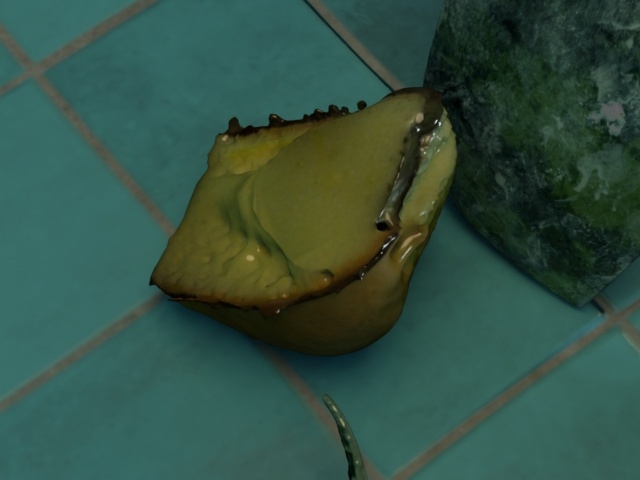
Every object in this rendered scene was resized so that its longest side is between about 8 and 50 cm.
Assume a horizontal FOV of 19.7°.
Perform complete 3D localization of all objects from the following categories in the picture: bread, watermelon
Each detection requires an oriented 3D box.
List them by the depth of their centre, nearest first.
[{"bbox_3d":[0.000,0.000,1.469,0.262,0.162,0.204,-3,51,48],"label":"bread"},{"bbox_3d":[0.240,-0.145,1.533,0.228,0.387,0.258,20,17,35],"label":"watermelon"}]

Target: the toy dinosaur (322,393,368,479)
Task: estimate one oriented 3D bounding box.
[{"bbox_3d":[0.101,0.289,1.348,0.129,0.076,0.383,-12,66,1],"label":"toy dinosaur"}]
